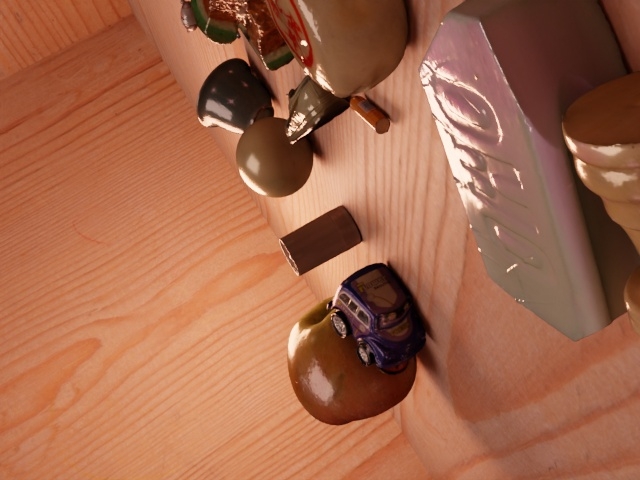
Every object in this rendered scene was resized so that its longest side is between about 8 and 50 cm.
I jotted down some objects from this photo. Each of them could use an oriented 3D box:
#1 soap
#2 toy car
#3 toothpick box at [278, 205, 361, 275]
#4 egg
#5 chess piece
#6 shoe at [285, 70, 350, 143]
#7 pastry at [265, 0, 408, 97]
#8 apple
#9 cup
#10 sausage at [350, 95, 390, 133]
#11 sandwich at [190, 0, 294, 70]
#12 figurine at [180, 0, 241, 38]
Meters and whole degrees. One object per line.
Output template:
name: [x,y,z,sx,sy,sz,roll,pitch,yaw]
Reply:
soap: [0.209,-0.085,0.755,0.208,0.115,0.347,44,161,58]
toy car: [0.139,0.169,1.821,0.235,0.172,0.158,50,153,26]
toothpick box: [0.000,0.000,1.945,0.111,0.180,0.111,59,171,16]
egg: [-0.108,-0.196,1.887,0.186,0.186,0.242,56,178,21]
chess piece: [0.315,0.053,0.663,0.397,0.117,0.117,62,171,-27]
shoe: [-0.022,-0.260,1.513,0.098,0.103,0.275,61,165,-4]
pastry: [0.010,-0.319,1.054,0.265,0.133,0.265,58,175,8]
apple: [0.080,0.294,2.019,0.338,0.338,0.305,161,87,-81]
cup: [-0.198,-0.346,2.012,0.150,0.199,0.199,36,162,23]
sausage: [0.079,-0.215,1.310,0.107,0.031,0.031,52,169,46]
sandwich: [-0.155,-0.437,1.465,0.250,0.162,0.301,56,174,-3]
figurine: [-0.251,-0.552,1.750,0.260,0.102,0.205,54,145,10]
